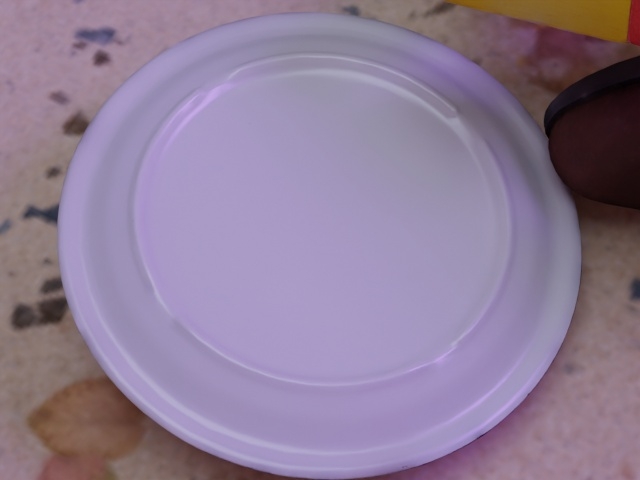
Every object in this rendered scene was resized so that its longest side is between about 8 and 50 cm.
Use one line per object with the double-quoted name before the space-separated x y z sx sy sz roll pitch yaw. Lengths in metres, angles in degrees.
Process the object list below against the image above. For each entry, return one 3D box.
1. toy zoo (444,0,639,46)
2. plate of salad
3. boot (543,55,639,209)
"toy zoo" 0.168 -0.096 0.601 0.293 0.030 0.192 19 26 34
"plate of salad" 0.000 0.000 0.648 0.200 0.048 0.200 2 62 -4
"boot" 0.191 0.078 0.587 0.264 0.096 0.280 11 71 4
